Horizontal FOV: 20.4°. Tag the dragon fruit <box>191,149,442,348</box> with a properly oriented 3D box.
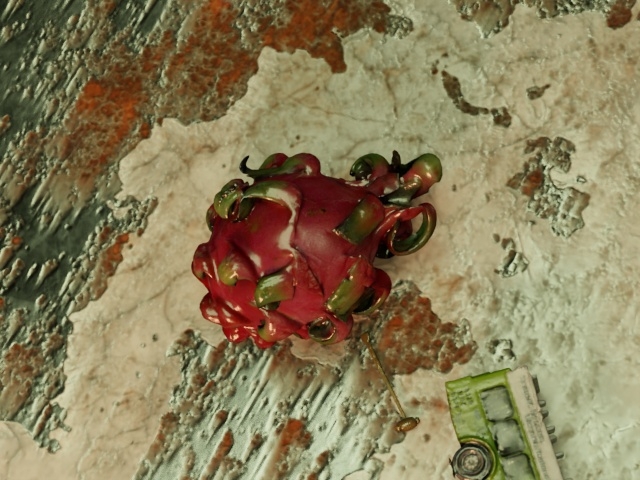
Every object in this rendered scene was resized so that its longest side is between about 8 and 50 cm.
[{"bbox_3d":[-0.005,0.005,1.931,0.273,0.198,0.218,-8,59,-15],"label":"dragon fruit"}]

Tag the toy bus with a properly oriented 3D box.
[{"bbox_3d":[0.223,0.280,1.836,0.139,0.113,0.301,-18,70,3],"label":"toy bus"}]

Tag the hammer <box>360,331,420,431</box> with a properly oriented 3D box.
[{"bbox_3d":[0.073,0.155,1.953,0.029,0.014,0.123,-24,68,-4],"label":"hammer"}]
